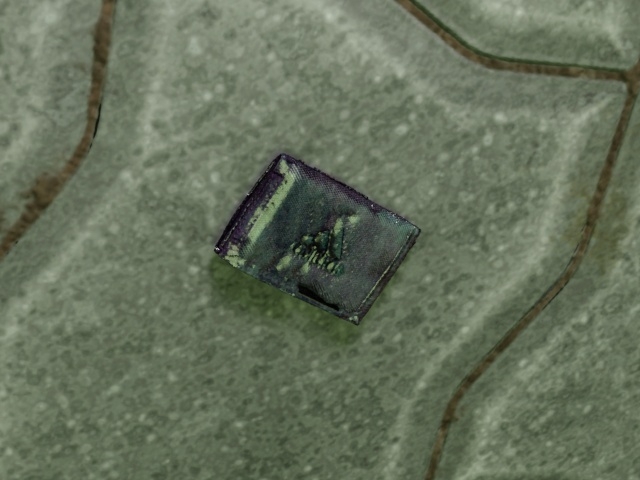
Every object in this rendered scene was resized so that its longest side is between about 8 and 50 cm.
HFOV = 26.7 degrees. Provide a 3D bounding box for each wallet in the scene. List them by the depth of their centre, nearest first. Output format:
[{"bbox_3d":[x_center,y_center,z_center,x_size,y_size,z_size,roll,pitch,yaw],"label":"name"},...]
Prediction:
[{"bbox_3d":[-0.001,-0.001,1.202,0.166,0.030,0.111,28,101,-31],"label":"wallet"}]
